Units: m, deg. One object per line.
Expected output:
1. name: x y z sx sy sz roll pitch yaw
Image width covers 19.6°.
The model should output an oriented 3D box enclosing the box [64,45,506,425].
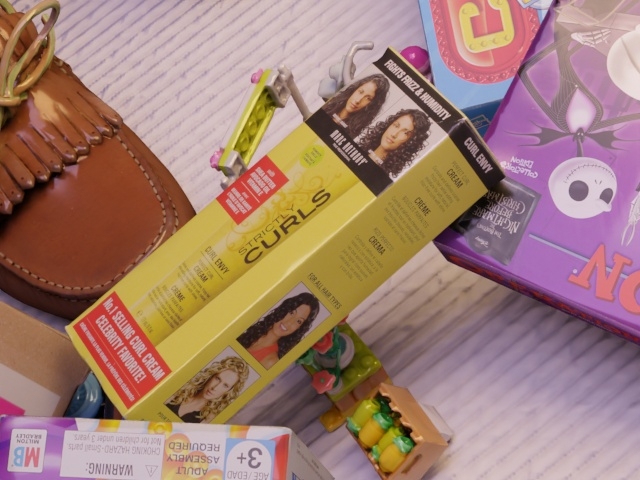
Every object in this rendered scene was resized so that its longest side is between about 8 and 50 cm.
1. box: -0.019 0.006 0.978 0.232 0.058 0.087 -41 46 1

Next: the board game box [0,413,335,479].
1. board game box: -0.081 0.232 0.869 0.142 0.144 0.275 1 73 10

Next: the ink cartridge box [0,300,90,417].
1. ink cartridge box: -0.256 0.134 1.032 0.193 0.088 0.234 8 68 47

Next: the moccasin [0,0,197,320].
1. moccasin: -0.206 -0.085 1.171 0.139 0.147 0.380 -36 53 -5

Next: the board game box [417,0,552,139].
1. board game box: 0.198 -0.231 1.110 0.302 0.086 0.308 -14 70 11

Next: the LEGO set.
1. LEGO set: 0.000 0.000 1.064 0.132 0.107 0.287 -8 56 15

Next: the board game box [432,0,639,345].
1. board game box: 0.256 -0.018 0.958 0.347 0.056 0.208 24 86 20

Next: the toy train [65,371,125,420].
1. toy train: -0.107 0.143 1.033 0.105 0.080 0.184 -5 55 7
